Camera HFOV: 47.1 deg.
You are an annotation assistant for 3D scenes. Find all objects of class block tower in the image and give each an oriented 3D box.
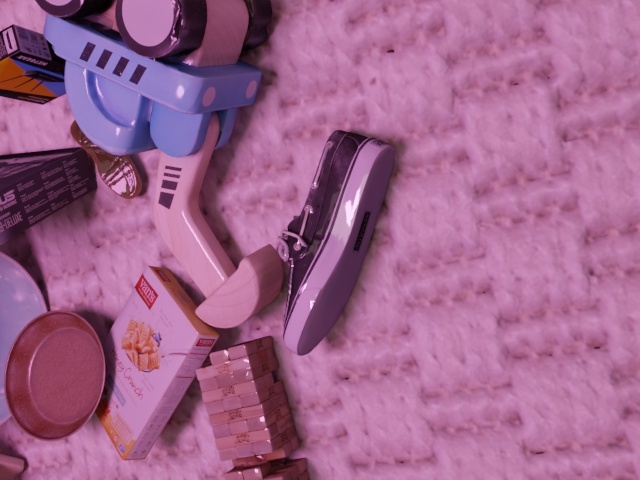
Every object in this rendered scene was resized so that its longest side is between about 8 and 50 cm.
[{"bbox_3d":[-0.081,0.314,1.054,0.091,0.097,0.336,-17,85,21],"label":"block tower"}]

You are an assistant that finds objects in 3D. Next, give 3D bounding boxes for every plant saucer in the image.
[{"bbox_3d":[-0.404,0.208,1.140,0.198,0.036,0.199,-5,78,23],"label":"plant saucer"}]

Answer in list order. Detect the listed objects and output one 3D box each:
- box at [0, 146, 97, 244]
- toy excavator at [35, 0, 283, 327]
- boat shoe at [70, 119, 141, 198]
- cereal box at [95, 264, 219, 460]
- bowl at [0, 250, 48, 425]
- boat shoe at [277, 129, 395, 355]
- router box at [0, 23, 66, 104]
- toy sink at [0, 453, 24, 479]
[{"bbox_3d":[-0.523,-0.051,1.082,0.242,0.307,0.077,-2,113,21],"label":"box"},{"bbox_3d":[-0.205,-0.151,1.036,0.432,0.222,0.445,27,116,16],"label":"toy excavator"},{"bbox_3d":[-0.329,-0.129,1.150,0.056,0.048,0.153,-43,85,5],"label":"boat shoe"},{"bbox_3d":[-0.264,0.182,1.107,0.173,0.047,0.240,43,109,38],"label":"cereal box"},{"bbox_3d":[-0.609,0.154,1.160,0.163,0.311,0.312,3,95,40],"label":"bowl"},{"bbox_3d":[-0.002,-0.001,0.995,0.105,0.113,0.306,22,98,25],"label":"boat shoe"},{"bbox_3d":[-0.439,-0.259,1.106,0.133,0.179,0.046,-18,84,22],"label":"router box"},{"bbox_3d":[-0.615,0.416,1.168,0.152,0.234,0.131,-31,50,20],"label":"toy sink"}]
